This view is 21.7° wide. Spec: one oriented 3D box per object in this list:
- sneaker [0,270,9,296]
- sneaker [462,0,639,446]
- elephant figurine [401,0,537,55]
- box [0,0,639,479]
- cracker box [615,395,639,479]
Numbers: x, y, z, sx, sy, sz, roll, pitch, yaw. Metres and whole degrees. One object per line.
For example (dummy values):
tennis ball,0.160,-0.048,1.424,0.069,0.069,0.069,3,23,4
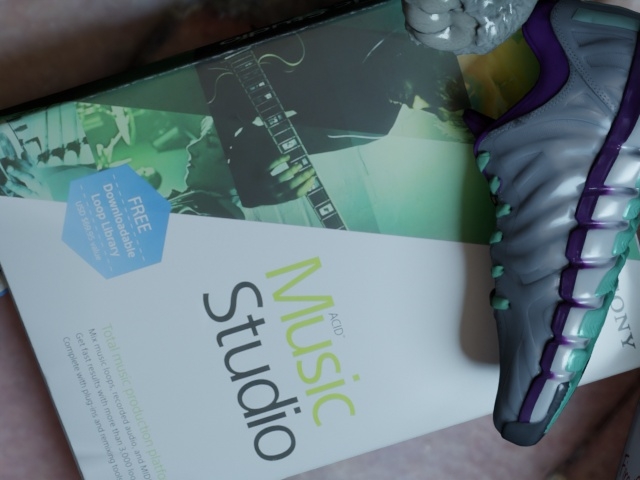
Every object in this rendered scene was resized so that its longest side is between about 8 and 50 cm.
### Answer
sneaker,-0.207,0.070,0.892,0.059,0.053,0.144,16,106,-9
sneaker,0.107,-0.013,0.825,0.098,0.083,0.223,20,101,12
elephant figurine,-0.004,-0.189,0.782,0.239,0.186,0.169,12,71,24
box,0.000,0.000,0.879,0.322,0.058,0.232,-18,106,1
cracker box,0.210,0.124,0.875,0.067,0.155,0.232,12,105,-6
